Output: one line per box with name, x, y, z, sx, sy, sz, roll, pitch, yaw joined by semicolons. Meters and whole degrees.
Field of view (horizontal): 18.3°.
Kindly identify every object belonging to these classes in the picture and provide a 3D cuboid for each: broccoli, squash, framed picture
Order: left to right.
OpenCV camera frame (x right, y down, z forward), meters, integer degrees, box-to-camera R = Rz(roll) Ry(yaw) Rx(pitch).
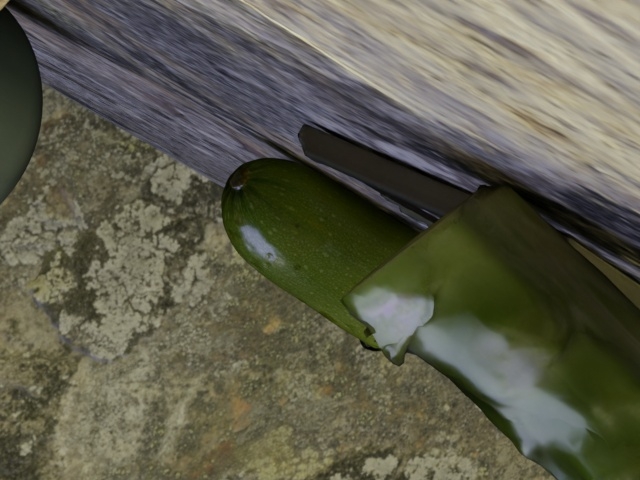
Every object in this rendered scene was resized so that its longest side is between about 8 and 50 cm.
squash;0.000;0.000;1.386;0.188;0.095;0.095;34;176;-34
framed picture;0.136;0.029;1.029;0.281;0.019;0.209;31;178;-43
broccoli;0.170;0.120;0.777;0.361;0.221;0.252;32;-151;-14

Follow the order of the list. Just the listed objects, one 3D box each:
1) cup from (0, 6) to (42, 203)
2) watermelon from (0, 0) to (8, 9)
cup;-0.329;-0.115;1.293;0.205;0.205;0.312;28;179;28
watermelon;-0.192;-0.089;0.726;0.128;0.146;0.231;29;179;1
